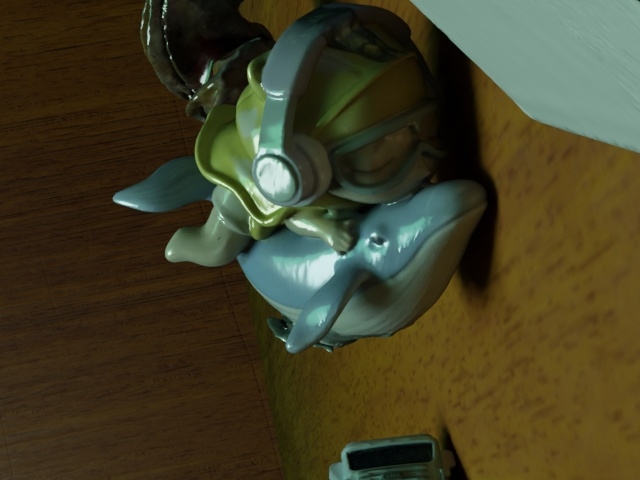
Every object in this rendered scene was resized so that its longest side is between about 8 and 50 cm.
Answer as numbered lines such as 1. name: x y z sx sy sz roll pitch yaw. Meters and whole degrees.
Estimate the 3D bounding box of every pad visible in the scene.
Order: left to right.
1. pad: 0.048 -0.073 0.432 0.156 0.004 0.232 42 -179 -15

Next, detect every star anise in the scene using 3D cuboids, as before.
1. star anise: -0.047 -0.114 1.055 0.229 0.093 0.236 47 -166 16

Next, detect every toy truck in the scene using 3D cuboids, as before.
1. toy truck: 0.052 0.194 0.965 0.115 0.080 0.177 -94 -3 -50

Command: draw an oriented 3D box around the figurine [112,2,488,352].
1. figurine: -0.005 -0.031 0.753 0.209 0.128 0.183 13 122 38
